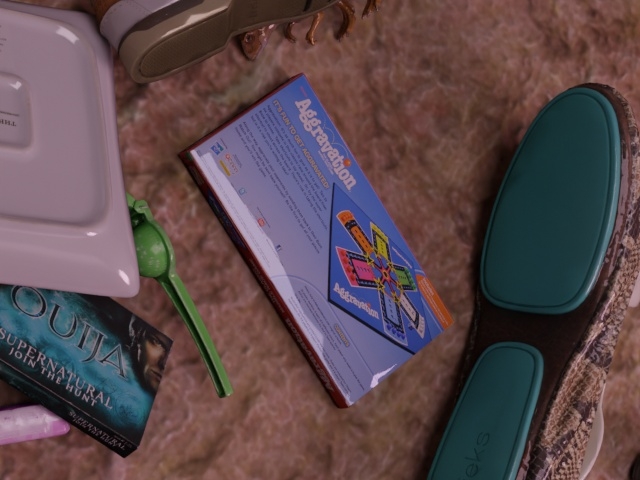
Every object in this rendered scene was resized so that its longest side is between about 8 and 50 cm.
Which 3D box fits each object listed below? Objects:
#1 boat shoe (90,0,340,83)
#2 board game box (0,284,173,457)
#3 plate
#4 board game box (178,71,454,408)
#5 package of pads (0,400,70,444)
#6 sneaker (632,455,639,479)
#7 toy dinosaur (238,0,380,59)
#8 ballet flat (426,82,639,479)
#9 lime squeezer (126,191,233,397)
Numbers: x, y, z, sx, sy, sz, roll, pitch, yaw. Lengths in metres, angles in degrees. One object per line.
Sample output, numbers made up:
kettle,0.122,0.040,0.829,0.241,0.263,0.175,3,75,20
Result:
boat shoe,-0.060,-0.247,1.515,0.302,0.113,0.103,-26,72,-25
board game box,-0.216,0.084,1.446,0.186,0.026,0.126,36,42,-20
plate,-0.275,-0.097,1.393,0.277,0.045,0.278,7,60,-32
board game box,0.000,0.000,1.599,0.145,0.027,0.281,-36,101,-25
package of pads,-0.256,0.153,1.434,0.083,0.050,0.032,-7,88,-29
sneaker,0.429,0.291,1.736,0.227,0.130,0.087,44,69,-19
toy dinosaur,0.002,-0.251,1.609,0.112,0.064,0.211,36,69,-18
ballet flat,0.226,0.097,1.655,0.182,0.164,0.482,25,78,-46
lime squeezer,-0.174,0.008,1.477,0.310,0.059,0.110,38,41,-21
